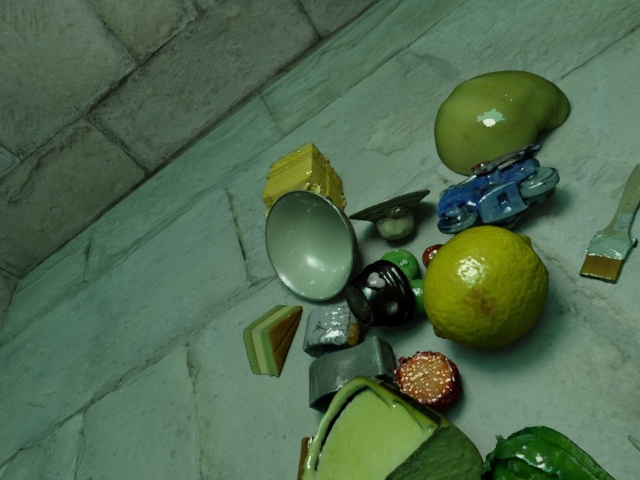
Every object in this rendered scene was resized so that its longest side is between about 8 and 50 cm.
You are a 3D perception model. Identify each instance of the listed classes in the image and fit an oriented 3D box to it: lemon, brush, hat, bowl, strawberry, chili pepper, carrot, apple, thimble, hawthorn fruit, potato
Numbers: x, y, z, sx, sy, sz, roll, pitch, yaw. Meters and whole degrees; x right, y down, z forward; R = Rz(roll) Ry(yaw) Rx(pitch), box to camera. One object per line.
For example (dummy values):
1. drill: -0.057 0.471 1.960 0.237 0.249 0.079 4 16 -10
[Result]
1. lemon: 0.351 0.099 0.934 0.268 0.267 0.267 -22 43 22
2. brush: 0.682 -0.051 0.980 0.086 0.020 0.336 15 64 45
3. hat: 0.216 -0.056 1.274 0.252 0.252 0.109 -20 84 24
4. bowl: 0.000 0.000 1.328 0.337 0.336 0.158 -1 13 38
5. strawberry: 0.238 0.312 0.951 0.145 0.086 0.145 -20 45 22
6. chili pepper: 0.413 0.445 0.632 0.168 0.213 0.385 -13 49 -36
7. carrot: -0.024 0.555 0.954 0.067 0.067 0.225 -19 43 25
8. apple: 0.527 -0.365 1.342 0.320 0.311 0.360 -9 26 -34
9. thimble: 0.032 0.242 1.147 0.152 0.127 0.117 -11 49 25
10. hawthorn fruit: 0.313 0.054 1.140 0.093 0.093 0.093 -22 43 22
11. potato: 0.133 0.437 0.863 0.330 0.213 0.280 -51 22 3

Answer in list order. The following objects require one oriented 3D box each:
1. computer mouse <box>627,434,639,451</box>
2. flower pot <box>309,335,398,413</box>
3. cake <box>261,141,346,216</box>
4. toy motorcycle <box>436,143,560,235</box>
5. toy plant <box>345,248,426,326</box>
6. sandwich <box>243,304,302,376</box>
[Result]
1. computer mouse: 0.583 0.398 0.536 0.115 0.199 0.389 -24 39 -11
2. flower pot: 0.075 0.329 1.052 0.229 0.103 0.108 -26 39 21
3. cake: -0.059 -0.151 1.511 0.228 0.222 0.285 -24 42 23
4. toy motorcycle: 0.448 -0.109 1.140 0.319 0.241 0.181 -25 82 10
5. toy plant: 0.187 0.121 1.112 0.235 0.175 0.218 -17 41 -25
6. sandwich: -0.129 0.296 1.317 0.117 0.144 0.187 -4 16 36
